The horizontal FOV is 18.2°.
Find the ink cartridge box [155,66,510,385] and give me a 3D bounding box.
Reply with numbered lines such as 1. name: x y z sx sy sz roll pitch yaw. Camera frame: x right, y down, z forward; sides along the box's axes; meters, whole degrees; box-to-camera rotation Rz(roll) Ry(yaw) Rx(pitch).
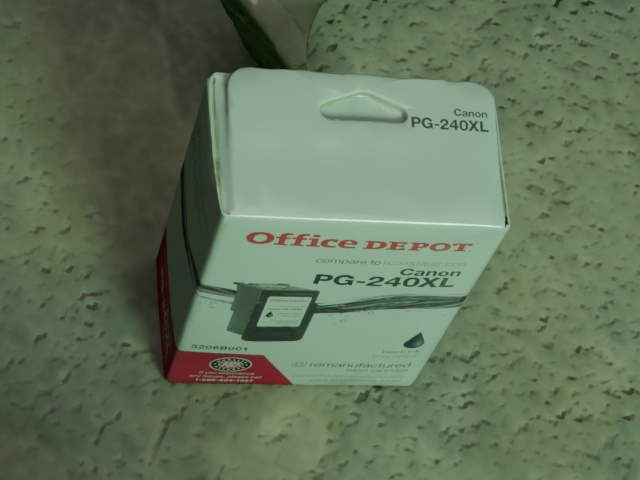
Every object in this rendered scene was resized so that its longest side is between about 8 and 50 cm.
1. ink cartridge box: 0.000 0.000 0.778 0.109 0.150 0.063 2 63 -12

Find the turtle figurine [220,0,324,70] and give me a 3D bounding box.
1. turtle figurine: 0.051 -0.187 0.917 0.266 0.275 0.198 -38 99 -6
